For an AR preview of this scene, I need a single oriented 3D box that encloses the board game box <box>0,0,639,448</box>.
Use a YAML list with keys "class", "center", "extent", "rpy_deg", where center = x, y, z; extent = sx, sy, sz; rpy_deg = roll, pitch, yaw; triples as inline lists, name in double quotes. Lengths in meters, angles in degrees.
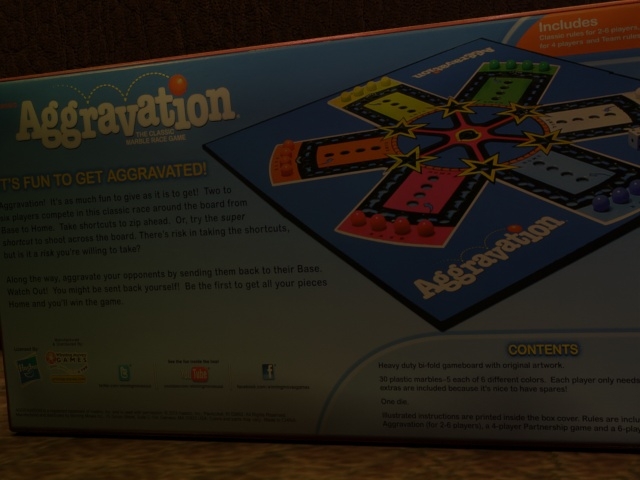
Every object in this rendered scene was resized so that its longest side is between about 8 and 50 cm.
- class: "board game box"
  center: [0.000, 0.000, 0.410]
  extent: [0.281, 0.145, 0.027]
  rpy_deg: [-2, 6, 23]
